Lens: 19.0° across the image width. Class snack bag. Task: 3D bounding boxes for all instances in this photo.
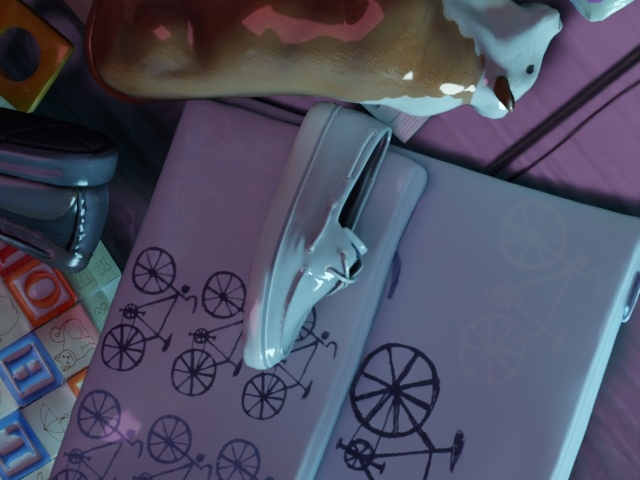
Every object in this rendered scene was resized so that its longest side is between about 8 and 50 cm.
[{"bbox_3d":[0.018,0.088,1.264,0.342,0.037,0.323,18,80,14],"label":"snack bag"}]

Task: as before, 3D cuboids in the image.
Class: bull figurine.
[{"bbox_3d":[-0.004,-0.161,1.207,0.310,0.101,0.188,-3,108,6],"label":"bull figurine"}]

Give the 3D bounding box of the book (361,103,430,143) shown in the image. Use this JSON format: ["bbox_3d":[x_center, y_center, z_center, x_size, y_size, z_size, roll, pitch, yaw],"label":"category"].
[{"bbox_3d":[0.037,-0.149,1.282,0.144,0.035,0.096,44,107,2],"label":"book"}]

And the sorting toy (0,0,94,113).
[{"bbox_3d":[-0.119,-0.234,1.299,0.347,0.047,0.196,-40,86,20],"label":"sorting toy"}]

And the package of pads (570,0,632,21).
[{"bbox_3d":[0.225,-0.303,1.153,0.296,0.101,0.229,-33,93,20],"label":"package of pads"}]

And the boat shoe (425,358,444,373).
[{"bbox_3d":[0.056,0.086,1.322,0.183,0.066,0.066,35,115,16],"label":"boat shoe"}]

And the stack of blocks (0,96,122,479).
[{"bbox_3d":[-0.234,0.056,1.377,0.171,0.087,0.297,-31,93,19],"label":"stack of blocks"}]

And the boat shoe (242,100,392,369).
[{"bbox_3d":[0.000,0.000,1.243,0.063,0.066,0.184,14,69,14],"label":"boat shoe"}]

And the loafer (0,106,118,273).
[{"bbox_3d":[-0.285,-0.049,1.268,0.302,0.109,0.095,12,109,10],"label":"loafer"}]
